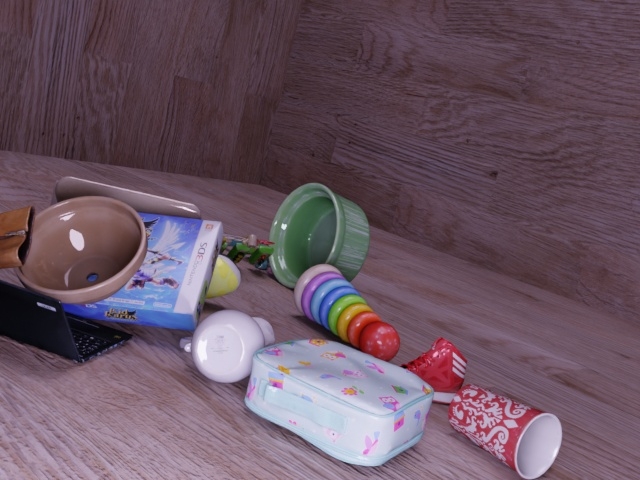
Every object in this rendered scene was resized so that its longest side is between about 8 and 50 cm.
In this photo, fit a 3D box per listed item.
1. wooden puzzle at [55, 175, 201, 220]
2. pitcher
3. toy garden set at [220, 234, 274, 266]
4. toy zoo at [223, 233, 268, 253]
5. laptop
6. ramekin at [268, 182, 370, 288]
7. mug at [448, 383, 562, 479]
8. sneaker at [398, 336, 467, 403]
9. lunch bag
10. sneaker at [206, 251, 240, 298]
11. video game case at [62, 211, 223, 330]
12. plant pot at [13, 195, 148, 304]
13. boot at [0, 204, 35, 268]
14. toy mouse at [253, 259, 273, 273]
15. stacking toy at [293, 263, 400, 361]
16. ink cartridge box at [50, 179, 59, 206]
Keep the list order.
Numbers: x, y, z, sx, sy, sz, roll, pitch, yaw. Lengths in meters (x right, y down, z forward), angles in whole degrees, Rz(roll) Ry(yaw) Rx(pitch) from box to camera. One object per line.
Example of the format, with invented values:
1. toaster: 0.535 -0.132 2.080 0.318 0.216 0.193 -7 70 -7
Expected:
1. wooden puzzle: -0.456 -0.008 1.779 0.321 0.081 0.348 13 -27 -9
2. pitcher: -0.182 0.187 1.343 0.177 0.126 0.207 -6 -3 5
3. toy garden set: -0.248 0.029 2.088 0.244 0.049 0.204 8 -22 -20
4. toy zoo: -0.207 0.018 2.429 0.192 0.030 0.293 10 4 -39
5. laptop: -0.473 0.105 1.273 0.234 0.137 0.264 17 11 13
6. ramekin: 0.000 0.000 2.146 0.148 0.304 0.303 17 6 -40
7. mug: 0.314 0.333 1.294 0.113 0.150 0.169 -33 28 -24
8. sneaker: 0.187 0.242 1.473 0.221 0.128 0.087 10 10 -25
9. lunch bag: 0.022 0.255 1.219 0.279 0.108 0.224 18 15 30
10. sneaker: -0.360 0.089 1.646 0.384 0.145 0.147 6 30 -22
11. video game case: -0.350 0.051 1.490 0.269 0.061 0.244 6 47 4
12. plant pot: -0.432 0.037 1.384 0.237 0.110 0.237 0 49 0
13. boot: -0.657 -0.029 1.345 0.280 0.096 0.264 -15 39 -2
14. toy mouse: -0.144 0.077 2.252 0.143 0.031 0.161 6 13 -41
15. stacking toy: 0.071 0.179 1.728 0.141 0.141 0.330 7 18 -35
16. ink cartridge box: -0.635 -0.082 2.196 0.207 0.117 0.283 4 14 -45
